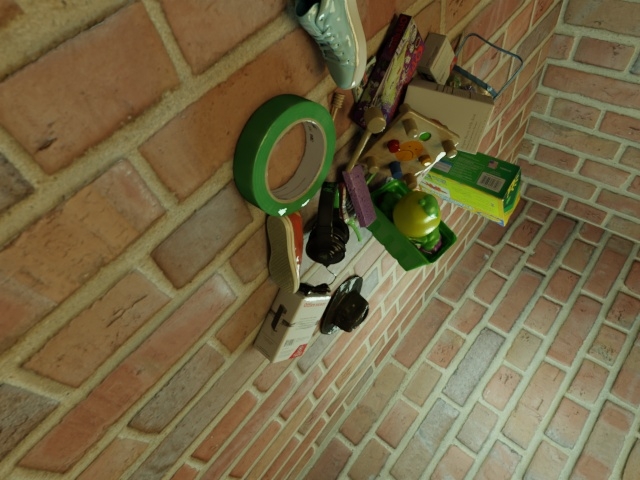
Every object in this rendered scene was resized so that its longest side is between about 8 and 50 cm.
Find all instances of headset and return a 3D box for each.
[{"bbox_3d":[0.000,0.000,1.358,0.243,0.185,0.394,-66,158,-69],"label":"headset"}]

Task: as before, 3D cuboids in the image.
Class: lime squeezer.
[{"bbox_3d":[0.143,-0.123,1.544,0.110,0.059,0.310,3,120,-13],"label":"lime squeezer"}]

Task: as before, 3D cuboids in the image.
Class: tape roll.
[{"bbox_3d":[-0.087,-0.225,1.102,0.321,0.077,0.321,-37,143,-34],"label":"tape roll"}]

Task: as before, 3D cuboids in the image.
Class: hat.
[{"bbox_3d":[0.150,0.340,1.938,0.331,0.134,0.331,-37,144,-33],"label":"hat"}]

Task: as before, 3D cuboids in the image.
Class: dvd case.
[{"bbox_3d":[0.138,-0.501,1.263,0.119,0.013,0.087,-50,150,-15],"label":"dvd case"}]

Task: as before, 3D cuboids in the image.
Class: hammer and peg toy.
[{"bbox_3d":[0.245,-0.316,1.337,0.361,0.127,0.266,15,142,-31],"label":"hammer and peg toy"}]

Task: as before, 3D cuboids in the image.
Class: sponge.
[{"bbox_3d":[0.140,-0.158,1.429,0.117,0.031,0.210,-40,115,-58],"label":"sponge"}]

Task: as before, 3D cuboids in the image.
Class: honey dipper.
[{"bbox_3d":[0.036,-0.360,1.221,0.030,0.030,0.160,-19,135,-49],"label":"honey dipper"}]

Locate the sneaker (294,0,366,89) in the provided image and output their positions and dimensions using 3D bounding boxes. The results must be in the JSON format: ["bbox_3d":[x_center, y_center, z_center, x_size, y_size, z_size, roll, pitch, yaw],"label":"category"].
[{"bbox_3d":[0.003,-0.511,0.945,0.150,0.135,0.366,-38,137,-20],"label":"sneaker"}]

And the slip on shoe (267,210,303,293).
[{"bbox_3d":[-0.100,0.039,1.295,0.101,0.123,0.331,-38,140,-40],"label":"slip on shoe"}]

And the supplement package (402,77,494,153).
[{"bbox_3d":[0.441,-0.449,1.454,0.175,0.293,0.177,-57,162,-56],"label":"supplement package"}]

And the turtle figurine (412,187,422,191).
[{"bbox_3d":[0.406,-0.166,1.913,0.269,0.087,0.217,-6,122,-55],"label":"turtle figurine"}]

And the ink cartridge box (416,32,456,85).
[{"bbox_3d":[0.428,-0.662,1.503,0.175,0.072,0.127,12,107,-60],"label":"ink cartridge box"}]

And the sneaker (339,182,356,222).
[{"bbox_3d":[0.103,-0.141,1.457,0.075,0.063,0.170,-19,131,-10],"label":"sneaker"}]

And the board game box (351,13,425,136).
[{"bbox_3d":[0.230,-0.522,1.338,0.347,0.056,0.208,-65,160,10],"label":"board game box"}]

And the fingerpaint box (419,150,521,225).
[{"bbox_3d":[0.649,-0.272,1.826,0.163,0.445,0.371,-60,150,-1],"label":"fingerpaint box"}]

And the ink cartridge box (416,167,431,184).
[{"bbox_3d":[0.406,-0.393,1.612,0.371,0.176,0.069,-52,150,-14],"label":"ink cartridge box"}]

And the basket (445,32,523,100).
[{"bbox_3d":[0.624,-0.649,1.637,0.289,0.255,0.201,-57,160,17],"label":"basket"}]

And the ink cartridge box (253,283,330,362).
[{"bbox_3d":[-0.104,0.301,1.524,0.197,0.114,0.273,11,108,-59],"label":"ink cartridge box"}]

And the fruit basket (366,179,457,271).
[{"bbox_3d":[0.368,-0.093,1.590,0.283,0.392,0.392,-33,142,-38],"label":"fruit basket"}]
